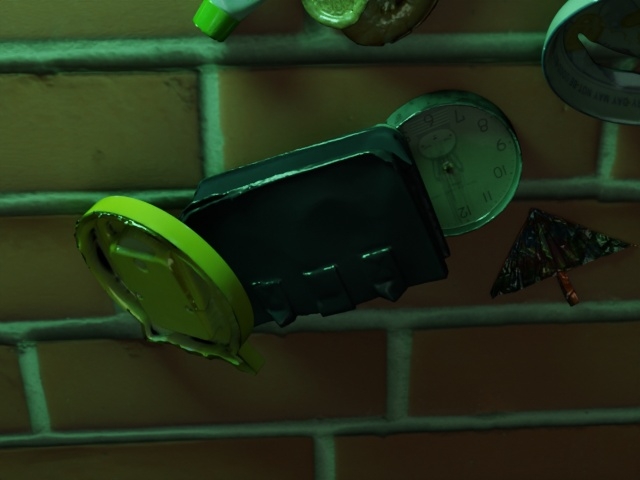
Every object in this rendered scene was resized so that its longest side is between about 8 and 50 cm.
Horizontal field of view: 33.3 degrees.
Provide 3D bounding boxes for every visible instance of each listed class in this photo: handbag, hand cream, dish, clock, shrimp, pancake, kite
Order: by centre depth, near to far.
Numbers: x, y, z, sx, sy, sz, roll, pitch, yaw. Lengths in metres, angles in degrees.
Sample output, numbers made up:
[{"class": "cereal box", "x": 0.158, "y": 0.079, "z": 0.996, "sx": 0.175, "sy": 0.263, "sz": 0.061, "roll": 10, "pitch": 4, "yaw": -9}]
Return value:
[{"class": "hand cream", "x": -0.061, "y": -0.371, "z": 1.340, "sx": 0.079, "sy": 0.050, "sz": 0.275, "roll": 22, "pitch": 113, "yaw": -46}, {"class": "pancake", "x": 0.018, "y": -0.323, "z": 1.350, "sx": 0.115, "sy": 0.011, "sz": 0.115, "roll": 12, "pitch": 114, "yaw": 30}, {"class": "shrimp", "x": 0.101, "y": -0.348, "z": 1.353, "sx": 0.133, "sy": 0.053, "sz": 0.236, "roll": 19, "pitch": 120, "yaw": -9}, {"class": "dish", "x": 0.427, "y": -0.278, "z": 1.379, "sx": 0.273, "sy": 0.134, "sz": 0.273, "roll": 8, "pitch": 150, "yaw": 4}, {"class": "clock", "x": -0.205, "y": 0.050, "z": 1.467, "sx": 0.277, "sy": 0.071, "sz": 0.293, "roll": 16, "pitch": 144, "yaw": 32}, {"class": "handbag", "x": 0.000, "y": 0.000, "z": 1.484, "sx": 0.325, "sy": 0.118, "sz": 0.269, "roll": -14, "pitch": 119, "yaw": 18}, {"class": "clock", "x": 0.177, "y": -0.103, "z": 1.499, "sx": 0.215, "sy": 0.042, "sz": 0.215, "roll": -2, "pitch": 119, "yaw": -4}, {"class": "kite", "x": 0.356, "y": 0.025, "z": 1.601, "sx": 0.232, "sy": 0.009, "sz": 0.189, "roll": -23, "pitch": 117, "yaw": 8}]
